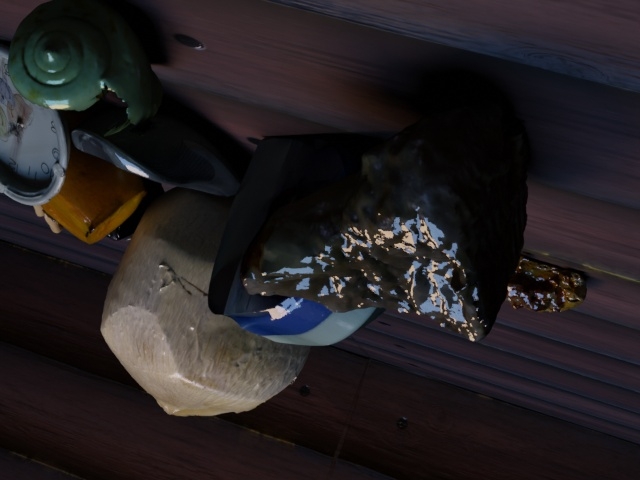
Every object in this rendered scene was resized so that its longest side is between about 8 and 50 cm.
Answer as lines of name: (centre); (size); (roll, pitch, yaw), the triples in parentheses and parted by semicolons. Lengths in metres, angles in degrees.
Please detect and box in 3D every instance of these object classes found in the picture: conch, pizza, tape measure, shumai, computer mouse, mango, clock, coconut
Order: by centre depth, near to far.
shumai: (0.069, -0.026, 1.231); (0.283, 0.217, 0.346); (8, 166, 22)
conch: (-0.244, -0.180, 1.290); (0.143, 0.137, 0.250); (14, 168, 22)
tape measure: (0.000, 0.001, 1.474); (0.138, 0.259, 0.262); (26, 163, -34)
clock: (-0.419, -0.166, 1.602); (0.236, 0.236, 0.053); (11, -151, 38)
computer mouse: (-0.201, -0.126, 1.638); (0.167, 0.090, 0.379); (25, -175, 29)
mango: (-0.382, -0.128, 1.714); (0.257, 0.138, 0.187); (53, 146, 2)
pizza: (0.299, 0.064, 1.726); (0.194, 0.069, 0.154); (20, 170, -12)
coconut: (-0.169, 0.103, 1.804); (0.346, 0.360, 0.346); (25, -169, -5)

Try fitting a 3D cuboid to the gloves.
gloves: (-0.386, -0.098, 1.911); (0.301, 0.152, 0.197); (6, -160, 36)
